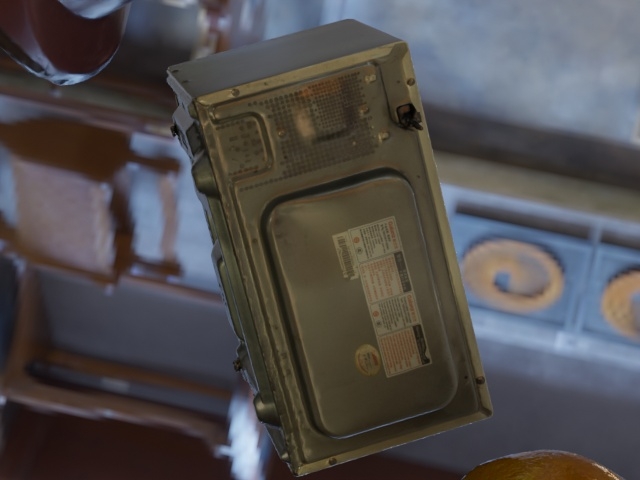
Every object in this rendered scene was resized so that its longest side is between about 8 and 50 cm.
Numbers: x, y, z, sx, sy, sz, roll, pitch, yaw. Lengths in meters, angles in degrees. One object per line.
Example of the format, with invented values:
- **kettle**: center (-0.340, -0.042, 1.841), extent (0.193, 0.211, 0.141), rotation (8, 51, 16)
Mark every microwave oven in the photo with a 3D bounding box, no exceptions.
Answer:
- **microwave oven**: center (0.000, 0.000, 1.063), extent (0.194, 0.145, 0.241), rotation (-121, -164, -74)

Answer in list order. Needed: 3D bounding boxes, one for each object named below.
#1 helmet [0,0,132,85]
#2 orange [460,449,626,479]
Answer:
- **helmet**: center (-0.117, -0.258, 0.825), extent (0.338, 0.197, 0.271), rotation (59, 26, -24)
- **orange**: center (0.114, 0.187, 0.898), extent (0.154, 0.134, 0.155), rotation (1, 90, -66)
